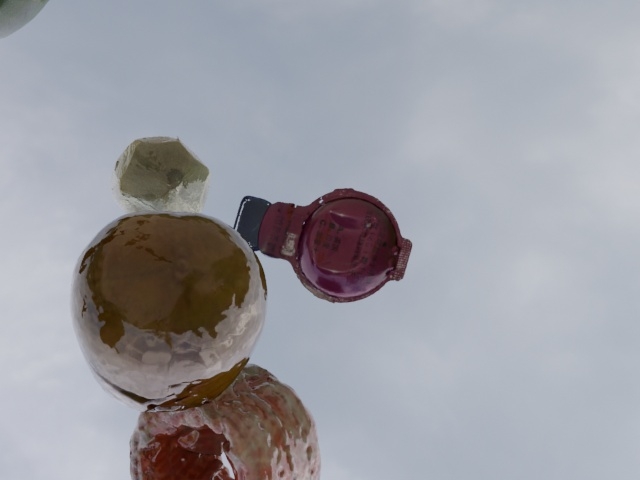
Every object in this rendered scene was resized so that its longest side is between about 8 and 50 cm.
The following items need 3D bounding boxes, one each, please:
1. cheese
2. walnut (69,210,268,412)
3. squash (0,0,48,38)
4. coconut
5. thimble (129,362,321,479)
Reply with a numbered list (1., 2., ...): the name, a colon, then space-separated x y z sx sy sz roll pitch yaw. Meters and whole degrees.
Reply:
1. cheese: 0.000 0.000 1.179 0.244 0.062 0.155 13 -99 14
2. walnut: -0.156 0.083 0.926 0.202 0.298 0.203 2 -118 -3
3. squash: -0.452 -0.337 1.283 0.080 0.071 0.318 -22 -172 -34
4. coconut: -0.264 -0.095 1.459 0.160 0.162 0.161 2 -97 -21
5. thimble: -0.121 0.284 1.146 0.239 0.239 0.162 30 -159 27
